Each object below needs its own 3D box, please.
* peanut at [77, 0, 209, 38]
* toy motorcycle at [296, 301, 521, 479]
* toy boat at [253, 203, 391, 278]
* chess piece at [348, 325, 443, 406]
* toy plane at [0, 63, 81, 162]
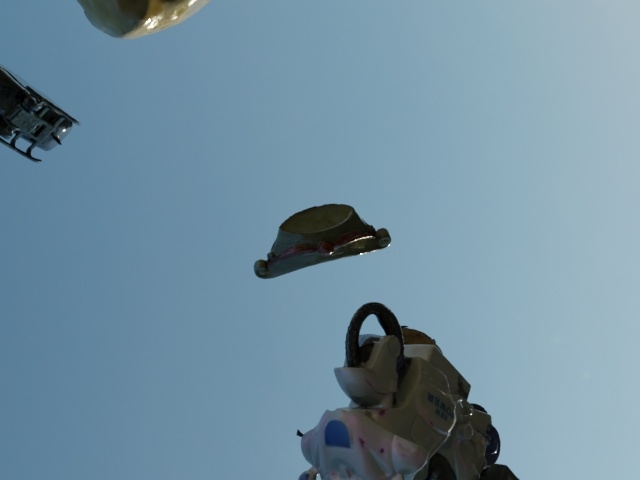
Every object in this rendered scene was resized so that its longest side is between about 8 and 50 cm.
[{"bbox_3d":[-0.066,-0.205,0.450,0.098,0.103,0.229,11,-107,-10],"label":"peanut"},{"bbox_3d":[0.068,0.154,0.668,0.221,0.102,0.150,46,-128,-37],"label":"toy motorcycle"},{"bbox_3d":[0.001,-0.001,1.198,0.185,0.071,0.089,-14,-141,-8],"label":"toy boat"},{"bbox_3d":[0.050,0.154,0.832,0.060,0.172,0.060,18,-143,-14],"label":"chess piece"},{"bbox_3d":[-0.306,-0.145,0.880,0.096,0.060,0.235,52,-172,31],"label":"toy plane"}]
